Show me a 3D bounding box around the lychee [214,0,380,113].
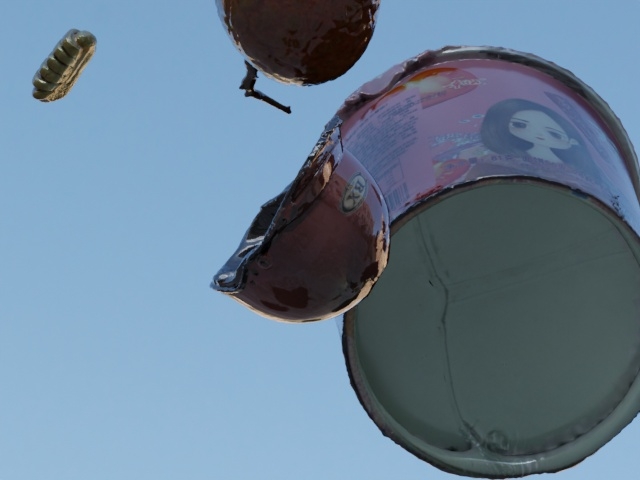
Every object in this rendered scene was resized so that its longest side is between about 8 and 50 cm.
[{"bbox_3d":[-0.017,-0.137,1.111,0.114,0.101,0.140,33,-68,-22],"label":"lychee"}]

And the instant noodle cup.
[{"bbox_3d":[0.106,0.015,1.156,0.243,0.231,0.243,0,-72,-1],"label":"instant noodle cup"}]

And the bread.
[{"bbox_3d":[-0.250,-0.170,1.760,0.034,0.049,0.088,45,-61,12],"label":"bread"}]

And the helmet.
[{"bbox_3d":[0.002,0.000,0.643,0.049,0.065,0.084,37,-39,-4],"label":"helmet"}]
